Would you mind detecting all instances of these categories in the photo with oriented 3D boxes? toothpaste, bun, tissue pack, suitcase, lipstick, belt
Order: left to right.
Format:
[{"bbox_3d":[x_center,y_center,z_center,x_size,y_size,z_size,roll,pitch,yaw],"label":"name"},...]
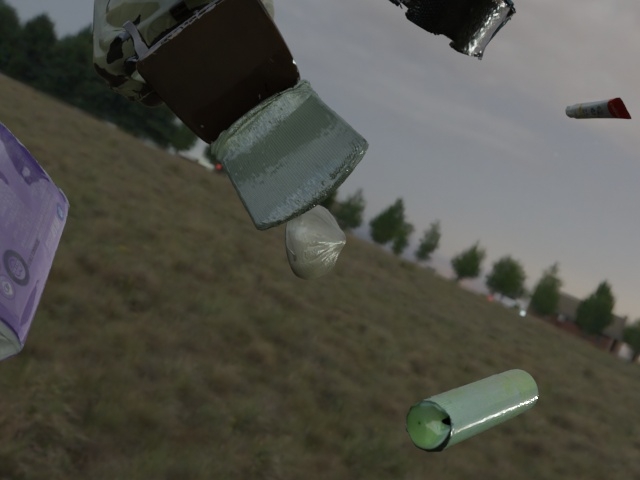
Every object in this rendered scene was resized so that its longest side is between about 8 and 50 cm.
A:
[{"bbox_3d":[-0.469,-0.016,1.283,0.242,0.160,0.338,56,16,-29],"label":"tissue pack"},{"bbox_3d":[-0.252,-0.404,1.801,0.194,0.351,0.339,36,35,-42],"label":"suitcase"},{"bbox_3d":[0.000,0.000,1.777,0.094,0.138,0.138,-4,-9,19],"label":"bun"},{"bbox_3d":[0.095,-0.188,0.755,0.105,0.058,0.140,42,18,8],"label":"belt"},{"bbox_3d":[0.227,0.243,1.470,0.076,0.076,0.304,25,17,32],"label":"lipstick"},{"bbox_3d":[0.525,-0.248,1.915,0.048,0.031,0.190,58,-11,-14],"label":"toothpaste"}]

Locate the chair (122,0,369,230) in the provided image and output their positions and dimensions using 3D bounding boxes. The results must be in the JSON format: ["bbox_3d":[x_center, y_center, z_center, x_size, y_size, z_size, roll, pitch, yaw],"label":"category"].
[{"bbox_3d":[-0.096,-0.174,1.136,0.186,0.160,0.319,55,0,-35],"label":"chair"}]
